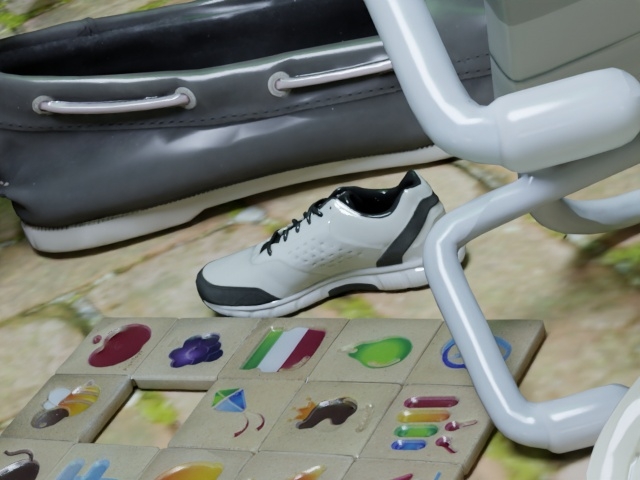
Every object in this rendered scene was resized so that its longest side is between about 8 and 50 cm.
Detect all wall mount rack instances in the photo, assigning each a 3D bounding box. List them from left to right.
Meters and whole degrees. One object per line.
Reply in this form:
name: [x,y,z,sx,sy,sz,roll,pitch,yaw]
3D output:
wall mount rack: [0.167,-0.066,0.453,0.304,0.350,0.130,-24,63,-1]

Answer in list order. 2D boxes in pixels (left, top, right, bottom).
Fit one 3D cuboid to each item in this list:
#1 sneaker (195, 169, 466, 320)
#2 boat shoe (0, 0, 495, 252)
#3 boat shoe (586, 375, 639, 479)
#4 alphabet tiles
sneaker: [0.000,0.000,0.651,0.109,0.043,0.040,-15,30,14]
boat shoe: [0.003,-0.087,0.749,0.335,0.095,0.112,-18,27,4]
boat shoe: [0.219,0.024,0.405,0.324,0.096,0.116,-25,68,-2]
alphabet tiles: [-0.055,0.096,0.548,0.198,0.009,0.237,-1,33,31]
